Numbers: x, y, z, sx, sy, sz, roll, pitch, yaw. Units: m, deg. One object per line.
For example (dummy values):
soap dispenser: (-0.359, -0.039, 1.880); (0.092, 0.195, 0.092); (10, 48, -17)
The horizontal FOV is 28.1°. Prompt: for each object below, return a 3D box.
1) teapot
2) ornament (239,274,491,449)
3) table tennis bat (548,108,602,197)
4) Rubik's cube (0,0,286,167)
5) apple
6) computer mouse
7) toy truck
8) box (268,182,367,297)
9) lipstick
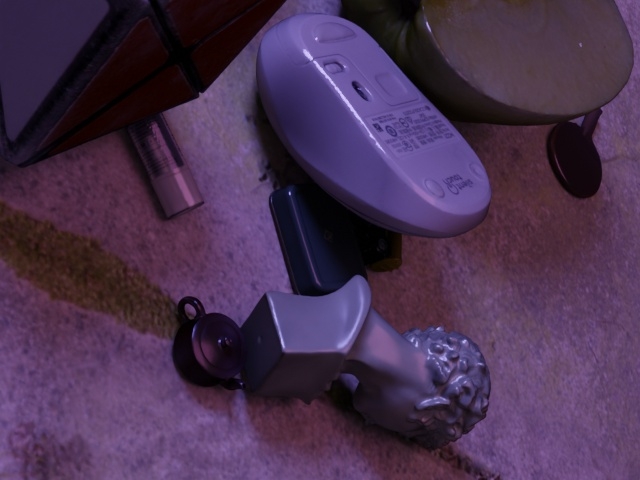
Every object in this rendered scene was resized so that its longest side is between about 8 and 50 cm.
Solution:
teapot: (-0.099, 0.095, 1.174); (0.068, 0.045, 0.100); (-34, 97, -49)
ornament: (0.051, 0.115, 1.256); (0.285, 0.130, 0.120); (28, 40, -33)
table tennis bat: (0.392, -0.145, 1.729); (0.107, 0.119, 0.170); (46, 47, -20)
Rubik's cube: (-0.188, -0.252, 1.069); (0.259, 0.255, 0.260); (-27, 81, -49)
apple: (0.183, -0.295, 1.474); (0.360, 0.320, 0.312); (-22, 126, -42)
computer mouse: (0.041, -0.105, 1.331); (0.297, 0.121, 0.184); (50, 31, 8)
toy truck: (0.063, -0.011, 1.386); (0.054, 0.049, 0.083); (24, 57, -37)
box: (0.000, 0.000, 1.329); (0.091, 0.031, 0.126); (-3, 72, -46)
lipstick: (-0.156, -0.091, 1.209); (0.040, 0.040, 0.141); (-25, 91, -48)
